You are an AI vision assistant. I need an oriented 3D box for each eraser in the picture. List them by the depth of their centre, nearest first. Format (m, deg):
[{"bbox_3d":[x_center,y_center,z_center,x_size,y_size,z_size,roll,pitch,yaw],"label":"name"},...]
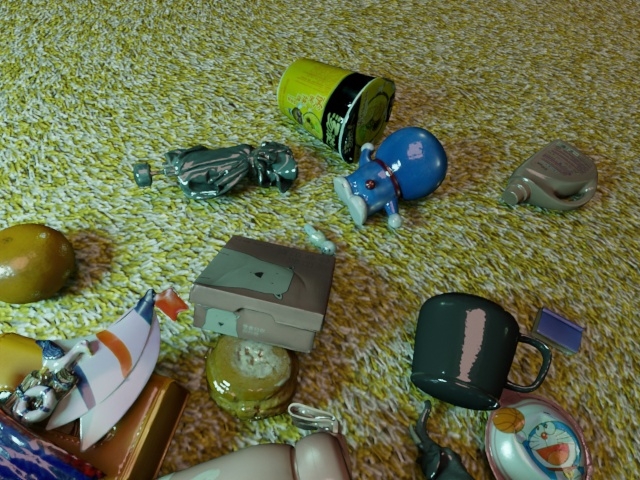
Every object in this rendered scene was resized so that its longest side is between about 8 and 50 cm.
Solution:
[{"bbox_3d":[0.474,0.182,0.809,0.085,0.027,0.063,29,60,12],"label":"eraser"}]

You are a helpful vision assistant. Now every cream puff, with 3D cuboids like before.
[{"bbox_3d":[-0.112,0.222,0.671,0.150,0.115,0.165,-6,43,-19],"label":"cream puff"}]

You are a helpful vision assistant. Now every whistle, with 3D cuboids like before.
[{"bbox_3d":[0.000,0.000,0.865,0.035,0.035,0.100,-36,67,-23],"label":"whistle"}]

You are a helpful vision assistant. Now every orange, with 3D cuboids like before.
[{"bbox_3d":[-0.534,0.044,0.735,0.157,0.123,0.156,0,43,0],"label":"orange"}]

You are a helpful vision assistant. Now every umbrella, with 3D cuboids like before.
[{"bbox_3d":[-0.225,-0.157,0.900,0.350,0.094,0.143,-11,42,-19],"label":"umbrella"}]

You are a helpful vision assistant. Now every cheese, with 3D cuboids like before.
[{"bbox_3d":[0.377,0.379,0.656,0.189,0.074,0.285,-17,63,-14],"label":"cheese"}]

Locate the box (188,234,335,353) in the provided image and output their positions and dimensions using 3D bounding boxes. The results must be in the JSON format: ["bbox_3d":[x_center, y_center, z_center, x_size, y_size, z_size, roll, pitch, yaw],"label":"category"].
[{"bbox_3d":[-0.091,0.085,0.722,0.216,0.085,0.215,13,24,1],"label":"box"}]

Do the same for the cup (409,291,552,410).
[{"bbox_3d":[0.268,0.197,0.691,0.223,0.169,0.176,14,63,19],"label":"cup"}]

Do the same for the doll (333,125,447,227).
[{"bbox_3d":[0.162,-0.140,0.912,0.257,0.161,0.215,-29,79,-3],"label":"doll"}]

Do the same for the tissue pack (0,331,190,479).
[{"bbox_3d":[-0.374,0.274,0.604,0.275,0.145,0.194,14,61,3],"label":"tissue pack"}]

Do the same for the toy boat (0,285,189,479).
[{"bbox_3d":[-0.309,0.203,0.545,0.319,0.071,0.219,-24,61,-29],"label":"toy boat"}]

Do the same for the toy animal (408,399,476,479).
[{"bbox_3d":[0.177,0.380,0.600,0.137,0.082,0.269,-46,25,8],"label":"toy animal"}]

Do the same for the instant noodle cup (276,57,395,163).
[{"bbox_3d":[0.029,-0.331,0.979,0.236,0.215,0.215,34,62,22],"label":"instant noodle cup"}]

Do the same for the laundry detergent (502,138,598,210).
[{"bbox_3d":[0.560,-0.136,0.978,0.237,0.076,0.171,-35,69,-23],"label":"laundry detergent"}]

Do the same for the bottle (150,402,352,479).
[{"bbox_3d":[-0.096,0.353,0.543,0.297,0.173,0.206,-19,48,-3],"label":"bottle"}]
